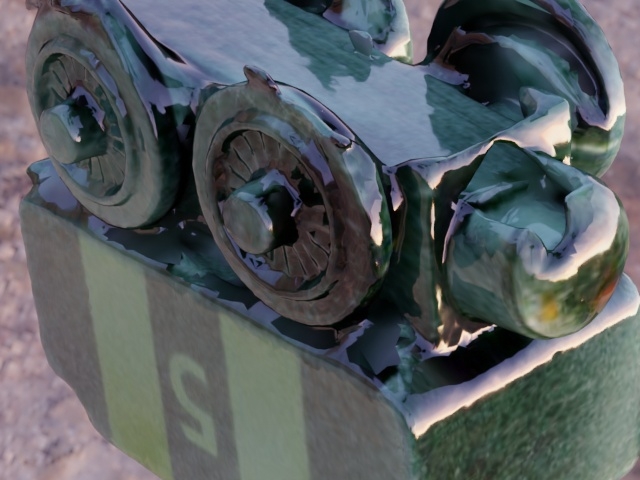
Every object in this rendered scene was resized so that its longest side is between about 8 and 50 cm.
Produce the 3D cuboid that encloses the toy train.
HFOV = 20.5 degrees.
[{"bbox_3d":[0.000,0.000,0.715,0.167,0.238,0.299,-24,33,-32],"label":"toy train"}]
